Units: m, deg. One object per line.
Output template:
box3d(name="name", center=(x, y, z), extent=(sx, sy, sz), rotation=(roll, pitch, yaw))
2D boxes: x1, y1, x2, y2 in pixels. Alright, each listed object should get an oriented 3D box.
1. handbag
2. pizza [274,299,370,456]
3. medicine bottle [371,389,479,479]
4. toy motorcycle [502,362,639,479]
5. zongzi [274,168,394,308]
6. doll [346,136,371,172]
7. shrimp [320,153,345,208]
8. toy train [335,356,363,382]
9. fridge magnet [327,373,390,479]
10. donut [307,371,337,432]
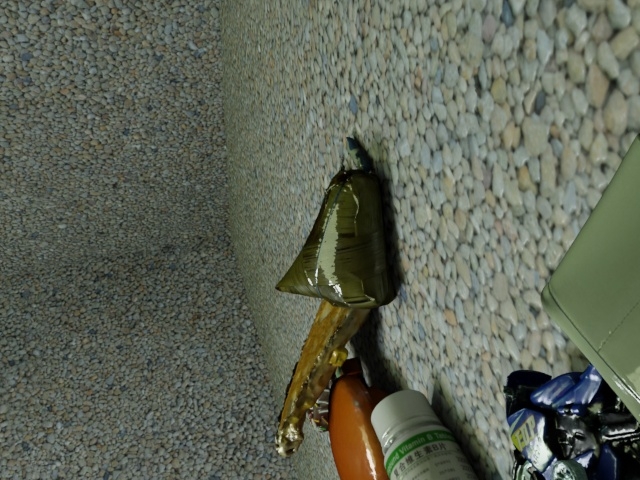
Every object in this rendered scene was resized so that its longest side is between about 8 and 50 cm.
box3d(name="handbag", center=(0.303, -0.015, 0.430), extent=(0.315, 0.109, 0.241), rotation=(-65, 33, 28))
box3d(name="pizza", center=(0.008, 0.262, 1.556), extent=(0.435, 0.080, 0.392), rotation=(-61, 6, 9))
box3d(name="medicine bottle", center=(0.183, 0.386, 1.102), extent=(0.237, 0.139, 0.139), rotation=(-115, 19, -49))
box3d(name="toy motorcycle", center=(0.271, 0.186, 0.658), extent=(0.315, 0.113, 0.169), rotation=(114, 152, -52))
box3d(name="zongzi", center=(0.000, 0.000, 1.305), extent=(0.300, 0.138, 0.286), rotation=(1, 103, 39))
box3d(name="doll", center=(0.075, -0.177, 1.305), extent=(0.125, 0.027, 0.037), rotation=(-118, 14, -49))
box3d(name="shrimp", center=(0.039, -0.092, 1.432), extent=(0.090, 0.079, 0.233), rotation=(-56, -24, -52))
box3d(name="toy train", center=(0.086, 0.404, 1.643), extent=(0.118, 0.074, 0.176), rotation=(101, 157, -49))
box3d(name="fridge magnet", center=(0.110, 0.477, 1.420), extent=(0.363, 0.155, 0.363), rotation=(168, 90, -76))
box3d(name="donut", center=(-0.001, 0.472, 1.975), extent=(0.270, 0.103, 0.269), rotation=(168, 90, -78))
